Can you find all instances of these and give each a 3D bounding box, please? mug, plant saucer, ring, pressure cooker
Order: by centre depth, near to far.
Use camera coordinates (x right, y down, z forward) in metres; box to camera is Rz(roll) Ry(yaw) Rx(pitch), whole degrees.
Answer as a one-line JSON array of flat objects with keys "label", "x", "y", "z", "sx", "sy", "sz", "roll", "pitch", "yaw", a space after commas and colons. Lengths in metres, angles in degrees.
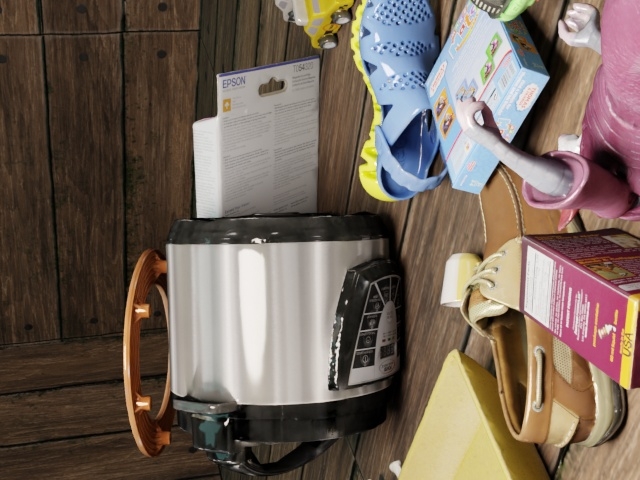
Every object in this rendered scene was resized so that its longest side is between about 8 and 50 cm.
[{"label": "plant saucer", "x": 0.210, "y": 0.354, "z": 1.165, "sx": 0.332, "sy": 0.081, "sz": 0.333, "roll": 103, "pitch": 156, "yaw": -45}, {"label": "mug", "x": 0.192, "y": 0.050, "z": 1.211, "sx": 0.062, "sy": 0.078, "sz": 0.064, "roll": 34, "pitch": -124, "yaw": -69}, {"label": "ring", "x": -0.258, "y": 0.179, "z": 1.535, "sx": 0.336, "sy": 0.032, "sz": 0.336, "roll": -1, "pitch": -90, "yaw": -86}, {"label": "pressure cooker", "x": -0.062, "y": 0.163, "z": 1.536, "sx": 0.375, "sy": 0.370, "sz": 0.420, "roll": -176, "pitch": 85, "yaw": -77}]

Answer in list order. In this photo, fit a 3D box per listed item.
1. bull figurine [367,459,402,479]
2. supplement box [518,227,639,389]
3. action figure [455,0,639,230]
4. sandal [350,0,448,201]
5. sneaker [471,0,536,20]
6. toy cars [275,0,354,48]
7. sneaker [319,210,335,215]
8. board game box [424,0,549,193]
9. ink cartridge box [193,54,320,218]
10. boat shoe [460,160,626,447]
[{"label": "bull figurine", "x": 0.116, "y": 0.504, "z": 1.489, "sx": 0.188, "sy": 0.101, "sz": 0.310, "roll": -120, "pitch": 29, "yaw": -59}, {"label": "supplement box", "x": 0.266, "y": 0.053, "z": 0.844, "sx": 0.188, "sy": 0.104, "sz": 0.081, "roll": -136, "pitch": 43, "yaw": -67}, {"label": "action figure", "x": 0.276, "y": -0.120, "z": 0.747, "sx": 0.276, "sy": 0.248, "sz": 0.370, "roll": 29, "pitch": 151, "yaw": 20}, {"label": "sandal", "x": 0.121, "y": -0.192, "z": 1.277, "sx": 0.138, "sy": 0.126, "sz": 0.317, "roll": -139, "pitch": 38, "yaw": -63}, {"label": "sneaker", "x": 0.138, "y": -0.447, "z": 0.973, "sx": 0.185, "sy": 0.202, "sz": 0.482, "roll": 138, "pitch": 126, "yaw": -71}, {"label": "toy cars", "x": -0.035, "y": -0.459, "z": 1.774, "sx": 0.393, "sy": 0.087, "sz": 0.176, "roll": -123, "pitch": 33, "yaw": -59}, {"label": "sneaker", "x": 0.001, "y": 0.000, "z": 1.821, "sx": 0.152, "sy": 0.058, "sz": 0.084, "roll": 121, "pitch": 136, "yaw": -57}, {"label": "board game box", "x": 0.180, "y": -0.180, "z": 1.072, "sx": 0.211, "sy": 0.039, "sz": 0.160, "roll": -97, "pitch": 26, "yaw": -48}, {"label": "ink cartridge box", "x": -0.113, "y": -0.169, "z": 1.775, "sx": 0.071, "sy": 0.324, "sz": 0.330, "roll": 11, "pitch": 110, "yaw": 31}, {"label": "boat shoe", "x": 0.214, "y": 0.059, "z": 0.998, "sx": 0.122, "sy": 0.120, "sz": 0.324, "roll": 115, "pitch": 147, "yaw": -59}]
